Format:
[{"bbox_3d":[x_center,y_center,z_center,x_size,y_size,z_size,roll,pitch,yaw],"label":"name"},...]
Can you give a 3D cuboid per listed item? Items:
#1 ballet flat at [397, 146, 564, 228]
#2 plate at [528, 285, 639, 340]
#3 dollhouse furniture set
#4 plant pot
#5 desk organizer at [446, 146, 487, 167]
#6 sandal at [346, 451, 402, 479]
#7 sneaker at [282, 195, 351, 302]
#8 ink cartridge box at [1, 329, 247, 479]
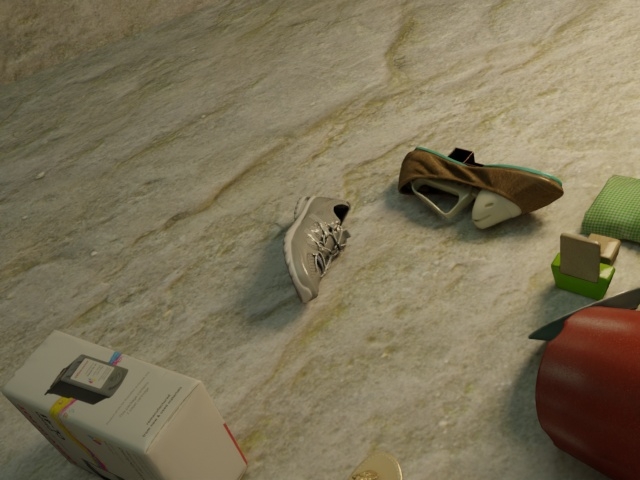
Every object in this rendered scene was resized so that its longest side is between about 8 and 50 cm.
[{"bbox_3d":[0.289,-0.093,1.287,0.342,0.116,0.124,20,75,37],"label":"ballet flat"},{"bbox_3d":[0.397,0.114,0.971,0.188,0.188,0.024,-21,70,-2],"label":"plate"},{"bbox_3d":[0.532,-0.048,1.099,0.198,0.151,0.301,18,53,35],"label":"dollhouse furniture set"},{"bbox_3d":[0.421,0.197,0.777,0.272,0.272,0.265,-38,23,-20],"label":"plant pot"},{"bbox_3d":[0.324,-0.147,1.362,0.130,0.050,0.047,21,55,37],"label":"desk organizer"},{"bbox_3d":[0.035,0.372,0.888,0.088,0.079,0.240,16,52,34],"label":"sandal"},{"bbox_3d":[0.000,0.000,1.285,0.115,0.105,0.281,-7,42,14],"label":"sneaker"},{"bbox_3d":[-0.290,0.281,1.000,0.306,0.226,0.131,9,47,30],"label":"ink cartridge box"}]
